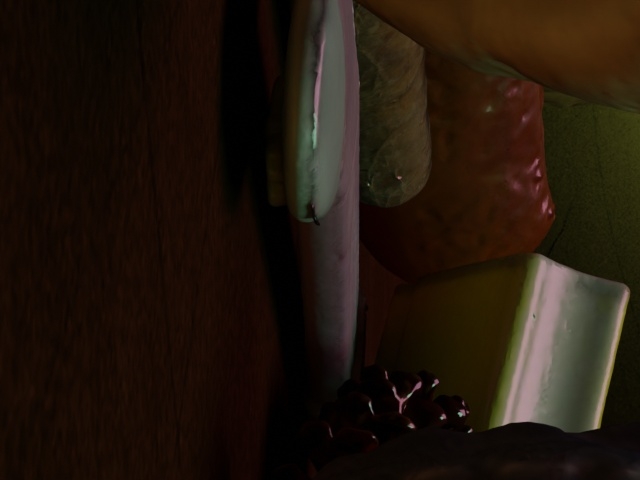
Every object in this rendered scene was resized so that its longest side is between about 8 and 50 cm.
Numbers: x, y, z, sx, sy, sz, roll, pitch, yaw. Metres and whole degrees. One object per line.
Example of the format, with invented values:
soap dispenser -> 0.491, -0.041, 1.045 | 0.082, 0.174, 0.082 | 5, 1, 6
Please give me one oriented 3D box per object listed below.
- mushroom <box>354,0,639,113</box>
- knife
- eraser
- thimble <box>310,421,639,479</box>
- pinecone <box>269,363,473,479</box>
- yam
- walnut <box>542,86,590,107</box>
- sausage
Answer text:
mushroom -> 0.036, -0.145, 0.389 | 0.260, 0.234, 0.254 | 55, -39, 12
knife -> -0.001, 0.000, 0.796 | 0.399, 0.038, 0.132 | 84, 12, -63
eraser -> 0.068, 0.120, 0.900 | 0.158, 0.069, 0.226 | -20, -128, 67
thimble -> 0.080, 0.172, 0.633 | 0.172, 0.236, 0.205 | -85, 168, -48
pinecone -> 0.029, 0.108, 0.793 | 0.109, 0.102, 0.102 | -57, 150, -58
yam -> 0.014, -0.116, 0.779 | 0.300, 0.066, 0.066 | 83, 10, -58
walnut -> 0.147, -0.225, 1.197 | 0.282, 0.253, 0.277 | -16, 101, -82
sausage -> 0.061, -0.081, 0.982 | 0.133, 0.133, 0.258 | -83, 170, -49
